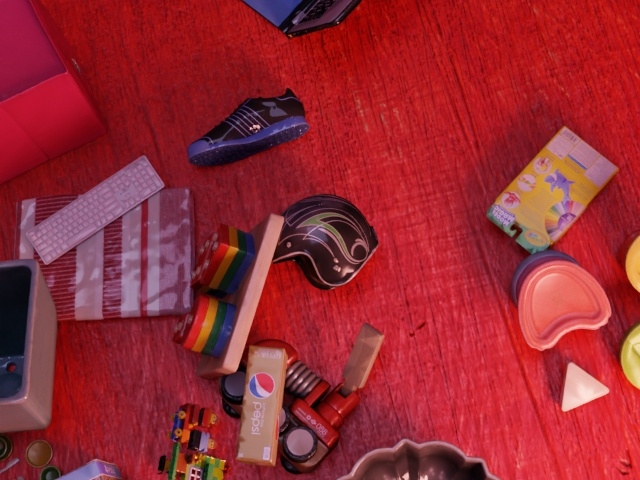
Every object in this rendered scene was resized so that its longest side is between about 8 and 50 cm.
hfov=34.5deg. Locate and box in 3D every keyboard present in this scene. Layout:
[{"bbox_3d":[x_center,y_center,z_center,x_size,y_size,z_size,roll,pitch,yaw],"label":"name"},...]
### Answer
[{"bbox_3d":[-0.406,-0.055,1.858,0.256,0.014,0.072,-34,75,-4],"label":"keyboard"}]

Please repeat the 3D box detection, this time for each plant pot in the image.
[{"bbox_3d":[-0.552,0.207,1.694,0.248,0.252,0.247,-6,59,3],"label":"plant pot"}]

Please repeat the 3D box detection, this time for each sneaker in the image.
[{"bbox_3d":[-0.141,-0.209,1.893,0.232,0.081,0.090,-18,70,-8],"label":"sneaker"}]

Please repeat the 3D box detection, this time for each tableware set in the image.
[{"bbox_3d":[-0.517,0.372,1.772,0.104,0.024,0.154,-32,73,-6],"label":"tableware set"}]

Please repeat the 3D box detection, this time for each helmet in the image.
[{"bbox_3d":[0.000,0.000,1.775,0.161,0.169,0.169,43,80,-2],"label":"helmet"}]

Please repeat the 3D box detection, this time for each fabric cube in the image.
[{"bbox_3d":[-0.573,-0.291,1.852,0.259,0.258,0.254,-27,73,-4],"label":"fabric cube"}]

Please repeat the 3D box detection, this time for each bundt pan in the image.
[{"bbox_3d":[0.160,0.487,1.637,0.331,0.124,0.330,-1,73,4],"label":"bundt pan"}]

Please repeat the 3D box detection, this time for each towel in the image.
[{"bbox_3d":[-0.389,0.028,1.860,0.329,0.037,0.237,-3,74,4],"label":"towel"}]

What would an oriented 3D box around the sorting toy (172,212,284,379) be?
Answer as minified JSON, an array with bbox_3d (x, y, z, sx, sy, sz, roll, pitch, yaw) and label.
[{"bbox_3d":[-0.166,0.088,1.702,0.089,0.255,0.257,20,75,-12],"label":"sorting toy"}]

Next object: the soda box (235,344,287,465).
[{"bbox_3d":[-0.092,0.260,1.624,0.058,0.061,0.181,5,73,5],"label":"soda box"}]

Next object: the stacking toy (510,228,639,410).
[{"bbox_3d":[0.487,0.125,1.758,0.309,0.130,0.279,-14,99,3],"label":"stacking toy"}]

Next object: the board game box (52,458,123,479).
[{"bbox_3d":[-0.395,0.537,1.652,0.232,0.141,0.291,-25,73,-3],"label":"board game box"}]

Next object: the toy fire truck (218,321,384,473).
[{"bbox_3d":[-0.022,0.232,1.724,0.217,0.158,0.246,41,69,14],"label":"toy fire truck"}]

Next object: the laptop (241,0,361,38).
[{"bbox_3d":[0.009,-0.594,1.918,0.236,0.408,0.382,45,81,-19],"label":"laptop"}]

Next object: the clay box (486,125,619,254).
[{"bbox_3d":[0.407,-0.081,1.825,0.127,0.053,0.222,42,82,14],"label":"clay box"}]

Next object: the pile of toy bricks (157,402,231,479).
[{"bbox_3d":[-0.201,0.380,1.718,0.105,0.118,0.212,23,60,-29],"label":"pile of toy bricks"}]
